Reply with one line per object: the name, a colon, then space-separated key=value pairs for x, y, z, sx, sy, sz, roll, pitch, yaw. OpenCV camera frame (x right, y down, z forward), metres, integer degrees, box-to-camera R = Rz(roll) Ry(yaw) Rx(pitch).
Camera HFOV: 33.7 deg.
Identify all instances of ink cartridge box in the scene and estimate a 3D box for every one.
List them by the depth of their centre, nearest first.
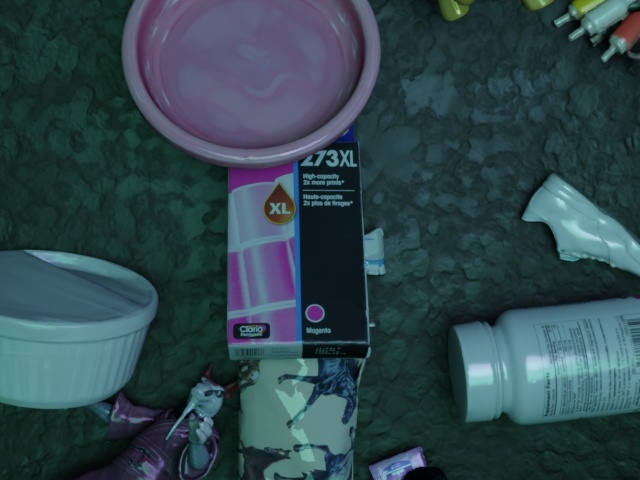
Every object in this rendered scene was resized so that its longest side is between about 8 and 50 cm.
ink cartridge box: x=-0.033 y=-0.028 z=1.375 sx=0.175 sy=0.069 sz=0.371 roll=-1 pitch=64 yaw=-3

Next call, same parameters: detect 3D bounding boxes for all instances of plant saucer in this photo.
plant saucer: x=-0.089 y=-0.237 z=1.378 sx=0.332 sy=0.084 sz=0.332 roll=1 pitch=69 yaw=-2

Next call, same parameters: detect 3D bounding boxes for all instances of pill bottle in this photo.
pill bottle: x=0.326 y=0.167 z=1.449 sx=0.283 sy=0.160 sz=0.160 roll=-6 pitch=96 yaw=-3

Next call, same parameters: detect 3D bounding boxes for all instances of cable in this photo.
cable: x=0.464 y=-0.353 z=1.439 sx=0.287 sy=0.072 sz=0.139 roll=-45 pitch=60 yaw=6

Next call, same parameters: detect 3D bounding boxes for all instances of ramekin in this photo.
ramekin: x=-0.350 y=0.113 z=1.361 sx=0.272 sy=0.273 sz=0.127 roll=8 pitch=107 yaw=-4

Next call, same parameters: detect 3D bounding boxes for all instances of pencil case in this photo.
pencil case: x=-0.022 y=0.298 z=1.428 sx=0.183 sy=0.160 sz=0.410 roll=1 pitch=91 yaw=7

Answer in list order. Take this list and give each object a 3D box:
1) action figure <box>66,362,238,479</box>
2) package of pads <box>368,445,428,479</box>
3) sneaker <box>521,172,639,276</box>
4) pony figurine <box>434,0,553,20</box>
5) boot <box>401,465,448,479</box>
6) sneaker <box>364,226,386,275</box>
action figure: x=-0.227 y=0.327 z=1.418 sx=0.370 sy=0.248 sz=0.276 roll=-44 pitch=132 yaw=-22
package of pads: x=0.115 y=0.331 z=1.511 sx=0.083 sy=0.032 sz=0.050 roll=-21 pitch=76 yaw=-2
sneaker: x=0.380 y=0.002 z=1.489 sx=0.212 sy=0.080 sz=0.094 roll=38 pitch=104 yaw=1
pony figurine: x=0.133 y=-0.465 z=1.319 sx=0.302 sy=0.351 sz=0.363 roll=-29 pitch=115 yaw=3
boot: x=0.207 y=0.397 z=1.473 sx=0.246 sy=0.094 sz=0.207 roll=-28 pitch=113 yaw=3
sneaker: x=0.000 y=0.000 z=1.467 sx=0.190 sy=0.071 sz=0.083 roll=6 pitch=89 yaw=-12
